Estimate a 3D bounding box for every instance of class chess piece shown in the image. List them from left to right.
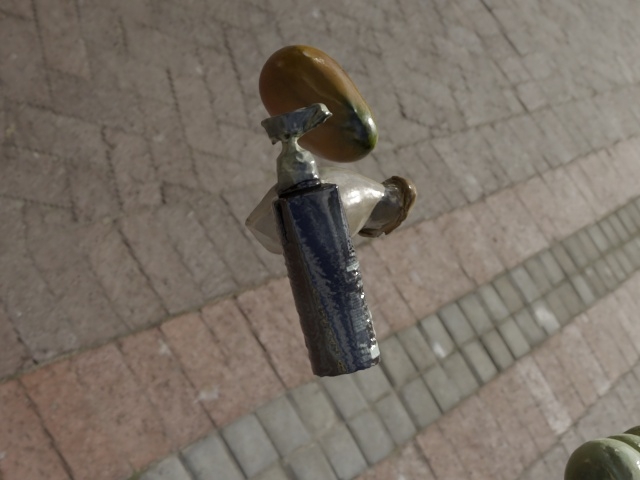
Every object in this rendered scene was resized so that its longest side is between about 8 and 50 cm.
[{"bbox_3d":[0.479,0.370,1.623,0.330,0.182,0.182,12,51,-53],"label":"chess piece"}]

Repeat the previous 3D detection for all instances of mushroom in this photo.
[{"bbox_3d":[0.012,-0.031,1.140,0.212,0.097,0.088,-9,36,-46],"label":"mushroom"}]

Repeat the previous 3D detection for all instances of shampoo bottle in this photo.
[{"bbox_3d":[-0.001,0.000,0.823,0.063,0.057,0.208,-15,97,-13],"label":"shampoo bottle"}]

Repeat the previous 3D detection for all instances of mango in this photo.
[{"bbox_3d":[-0.001,-0.196,1.579,0.120,0.151,0.221,-37,73,-18],"label":"mango"}]
